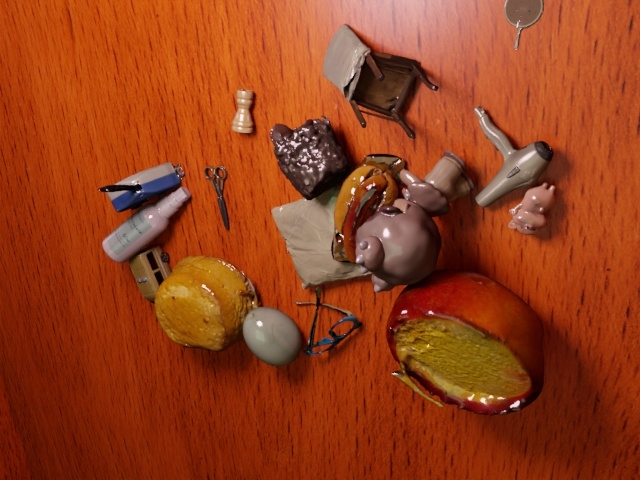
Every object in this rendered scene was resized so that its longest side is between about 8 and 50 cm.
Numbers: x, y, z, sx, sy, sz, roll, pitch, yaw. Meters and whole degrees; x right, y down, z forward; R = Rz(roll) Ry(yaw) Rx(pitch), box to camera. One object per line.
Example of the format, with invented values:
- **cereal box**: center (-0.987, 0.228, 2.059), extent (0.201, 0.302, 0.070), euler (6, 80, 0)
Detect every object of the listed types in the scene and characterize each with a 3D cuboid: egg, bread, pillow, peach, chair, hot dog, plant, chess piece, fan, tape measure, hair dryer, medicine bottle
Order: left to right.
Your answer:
- **tape measure**: center (-0.619, -0.150, 1.840), extent (0.215, 0.351, 0.097), euler (-21, 97, 32)
- **medicine bottle**: center (-0.587, -0.063, 1.967), extent (0.352, 0.110, 0.110), euler (-37, 90, 13)
- **bread**: center (-0.387, 0.228, 1.959), extent (0.359, 0.204, 0.336), euler (0, 116, 26)
- **chess piece**: center (-0.228, -0.384, 1.701), extent (0.066, 0.066, 0.122), euler (15, 112, 23)
- **egg**: center (-0.156, 0.312, 1.874), extent (0.168, 0.168, 0.230), euler (-19, 123, 34)
- **plant**: center (-0.033, -0.239, 1.582), extent (0.178, 0.204, 0.233), euler (-31, 78, -3)
- **pillow**: center (0.002, 0.001, 1.722), extent (0.275, 0.076, 0.280), euler (-16, 101, 33)
- **hot dog**: center (0.127, -0.071, 1.557), extent (0.194, 0.107, 0.325), euler (9, 106, 10)
- **chair**: center (0.139, -0.404, 1.449), extent (0.186, 0.319, 0.160), euler (7, 125, -22)
- **peach**: center (0.379, 0.247, 1.478), extent (0.406, 0.310, 0.334), euler (23, 124, 11)
- **hair dryer**: center (0.429, -0.186, 1.417), extent (0.225, 0.088, 0.218), euler (39, 129, 25)
- **fan**: center (0.455, -0.502, 1.302), extent (0.085, 0.005, 0.133), euler (15, 116, 22)

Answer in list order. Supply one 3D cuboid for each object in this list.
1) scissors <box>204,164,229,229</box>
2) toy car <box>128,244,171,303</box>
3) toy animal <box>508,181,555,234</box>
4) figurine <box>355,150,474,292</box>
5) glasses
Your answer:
- **scissors**: center (-0.328, -0.139, 1.885), extent (0.088, 0.017, 0.220), euler (2, 111, 28)
- **toy car**: center (-0.598, 0.150, 2.089), extent (0.101, 0.124, 0.256), euler (-12, 103, 34)
- **toy animal**: center (0.525, -0.073, 1.404), extent (0.083, 0.089, 0.150), euler (44, 130, 32)
- **figurine**: center (0.236, -0.041, 1.424), extent (0.203, 0.248, 0.380), euler (34, 80, 27)
- **glasses**: center (-0.008, 0.258, 1.818), extent (0.207, 0.102, 0.239), euler (45, 125, 6)
